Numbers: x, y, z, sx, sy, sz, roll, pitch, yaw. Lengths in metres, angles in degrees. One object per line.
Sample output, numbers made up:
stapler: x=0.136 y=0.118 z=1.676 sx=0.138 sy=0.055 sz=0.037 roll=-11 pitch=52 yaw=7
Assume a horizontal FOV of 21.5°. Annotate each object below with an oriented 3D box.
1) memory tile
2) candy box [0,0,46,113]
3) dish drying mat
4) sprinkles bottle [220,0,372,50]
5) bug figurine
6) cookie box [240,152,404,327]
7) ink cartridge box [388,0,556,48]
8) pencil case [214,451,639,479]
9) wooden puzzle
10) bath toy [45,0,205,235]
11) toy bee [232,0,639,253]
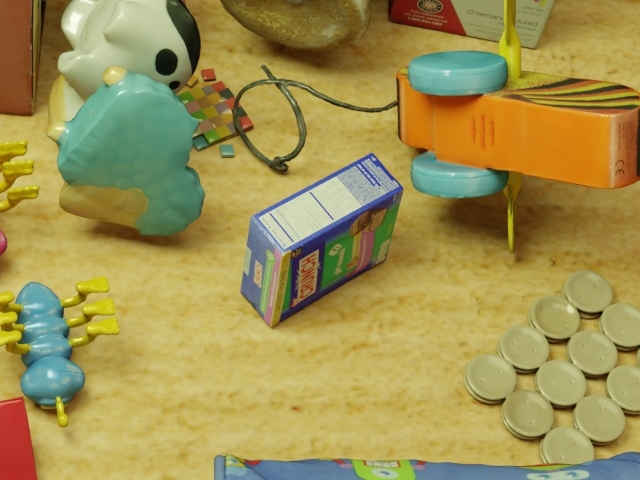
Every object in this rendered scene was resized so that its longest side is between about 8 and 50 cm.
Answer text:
memory tile: x=0.181 y=0.092 z=1.199 sx=0.113 sy=0.012 sz=0.148 roll=43 pitch=60 yaw=17
candy box: x=-0.240 y=-0.274 z=1.255 sx=0.087 sy=0.183 sz=0.316 roll=5 pitch=56 yaw=-7
dish drying mat: x=-0.198 y=0.143 z=1.072 sx=0.032 sy=0.008 sz=0.083 roll=-8 pitch=89 yaw=-20
sprinkles bottle: x=0.023 y=-0.322 z=1.309 sx=0.121 sy=0.121 sz=0.355 roll=16 pitch=65 yaw=0
bug figurine: x=-0.282 y=0.032 z=1.111 sx=0.279 sy=0.072 sz=0.216 roll=-3 pitch=64 yaw=-19
cookie box: x=0.000 y=0.000 z=1.177 sx=0.107 sy=0.092 sz=0.040 roll=-29 pitch=63 yaw=-25
ink cartridge box: x=0.132 y=-0.241 z=1.309 sx=0.127 sy=0.175 sz=0.072 roll=10 pitch=56 yaw=-4
pencil case: x=0.074 y=0.190 z=1.049 sx=0.306 sy=0.119 sz=0.133 roll=0 pitch=16 yaw=-10
wooden puzzle: x=-0.084 y=-0.096 z=1.275 sx=0.049 sy=0.006 sz=0.083 roll=-24 pitch=64 yaw=-24
bath toy: x=-0.134 y=-0.174 z=1.247 sx=0.129 sy=0.151 sz=0.348 roll=28 pitch=43 yaw=-34
toy bee: x=0.113 y=-0.108 z=1.231 sx=0.298 sy=0.195 sz=0.162 roll=30 pitch=31 yaw=21
